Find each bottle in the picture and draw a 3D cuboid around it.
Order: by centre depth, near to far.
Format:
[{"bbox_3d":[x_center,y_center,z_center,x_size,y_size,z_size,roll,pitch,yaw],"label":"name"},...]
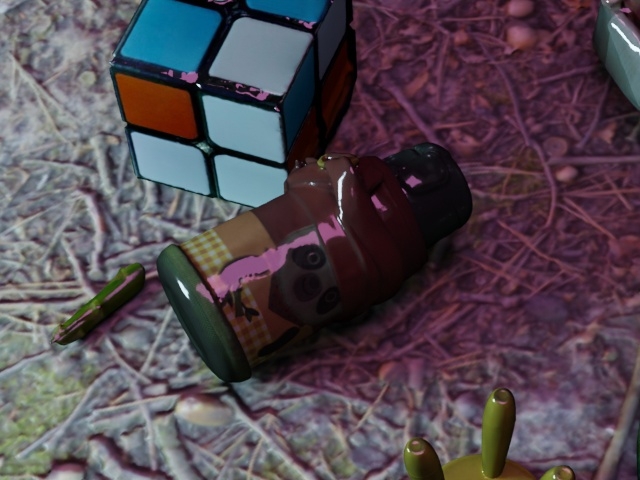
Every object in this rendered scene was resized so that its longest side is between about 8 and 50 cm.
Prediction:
[{"bbox_3d":[0.000,0.000,1.499,0.271,0.156,0.143,-29,66,-11],"label":"bottle"}]

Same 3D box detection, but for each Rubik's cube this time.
[{"bbox_3d":[-0.073,-0.153,1.591,0.167,0.180,0.183,14,60,13],"label":"Rubik's cube"}]

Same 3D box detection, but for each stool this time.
[{"bbox_3d":[0.132,0.199,1.389,0.134,0.110,0.135,9,56,10],"label":"stool"}]

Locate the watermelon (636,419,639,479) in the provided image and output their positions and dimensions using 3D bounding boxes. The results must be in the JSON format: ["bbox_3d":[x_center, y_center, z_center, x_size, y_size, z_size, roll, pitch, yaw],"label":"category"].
[{"bbox_3d":[0.395,0.153,1.323,0.292,0.250,0.283,3,57,6],"label":"watermelon"}]

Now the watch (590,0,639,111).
[{"bbox_3d":[0.399,-0.166,1.609,0.253,0.162,0.241,-18,68,-5],"label":"watch"}]

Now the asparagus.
[{"bbox_3d":[-0.198,0.059,1.550,0.108,0.021,0.025,-41,59,-21],"label":"asparagus"}]
